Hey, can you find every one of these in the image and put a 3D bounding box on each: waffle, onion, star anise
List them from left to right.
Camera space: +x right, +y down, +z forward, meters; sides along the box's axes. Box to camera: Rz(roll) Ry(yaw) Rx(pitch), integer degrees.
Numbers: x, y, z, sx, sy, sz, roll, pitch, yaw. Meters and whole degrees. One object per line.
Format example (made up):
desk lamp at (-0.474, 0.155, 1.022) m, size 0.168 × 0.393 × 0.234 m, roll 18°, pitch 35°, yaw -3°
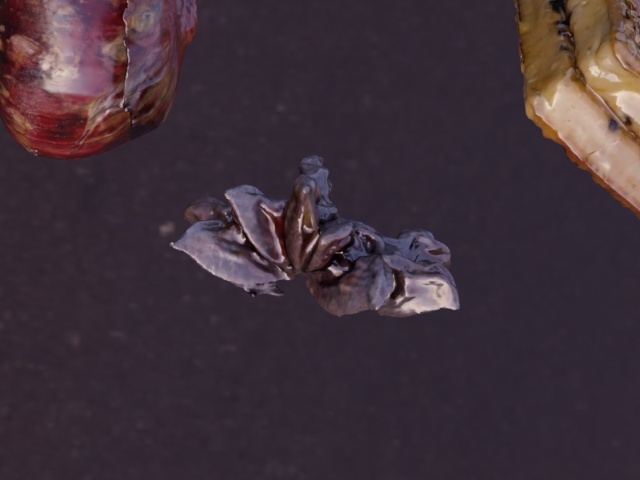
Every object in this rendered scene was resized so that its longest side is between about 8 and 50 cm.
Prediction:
onion at (-0.204, -0.191, 1.667) m, size 0.246 × 0.190 × 0.246 m, roll 180°, pitch -90°, yaw -85°
star anise at (0.001, 0.001, 1.732) m, size 0.212 × 0.283 × 0.129 m, roll -5°, pitch 119°, yaw -66°
waffle at (0.265, -0.083, 1.361) m, size 0.308 × 0.091 × 0.213 m, roll 42°, pitch 29°, yaw -28°
